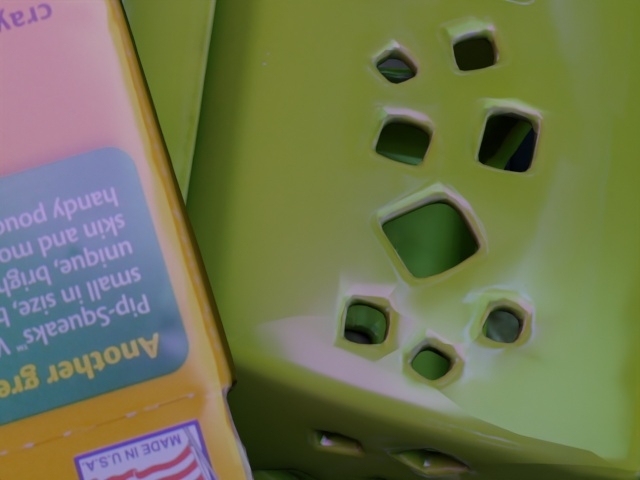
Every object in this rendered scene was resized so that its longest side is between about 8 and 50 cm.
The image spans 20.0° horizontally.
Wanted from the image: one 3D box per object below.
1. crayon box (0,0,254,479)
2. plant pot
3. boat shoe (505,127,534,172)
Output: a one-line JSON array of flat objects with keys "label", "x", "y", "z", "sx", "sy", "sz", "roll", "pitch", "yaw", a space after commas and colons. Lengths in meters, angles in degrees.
[{"label": "crayon box", "x": -0.153, "y": -0.030, "z": 0.549, "sx": 0.203, "sy": 0.083, "sz": 0.323, "roll": -17, "pitch": 87, "yaw": -2}, {"label": "plant pot", "x": 0.000, "y": 0.000, "z": 0.725, "sx": 0.207, "sy": 0.228, "sz": 0.227, "roll": 10, "pitch": 66, "yaw": -9}, {"label": "boat shoe", "x": 0.137, "y": -0.061, "z": 0.872, "sx": 0.109, "sy": 0.089, "sz": 0.258, "roll": -1, "pitch": 70, "yaw": -21}]
